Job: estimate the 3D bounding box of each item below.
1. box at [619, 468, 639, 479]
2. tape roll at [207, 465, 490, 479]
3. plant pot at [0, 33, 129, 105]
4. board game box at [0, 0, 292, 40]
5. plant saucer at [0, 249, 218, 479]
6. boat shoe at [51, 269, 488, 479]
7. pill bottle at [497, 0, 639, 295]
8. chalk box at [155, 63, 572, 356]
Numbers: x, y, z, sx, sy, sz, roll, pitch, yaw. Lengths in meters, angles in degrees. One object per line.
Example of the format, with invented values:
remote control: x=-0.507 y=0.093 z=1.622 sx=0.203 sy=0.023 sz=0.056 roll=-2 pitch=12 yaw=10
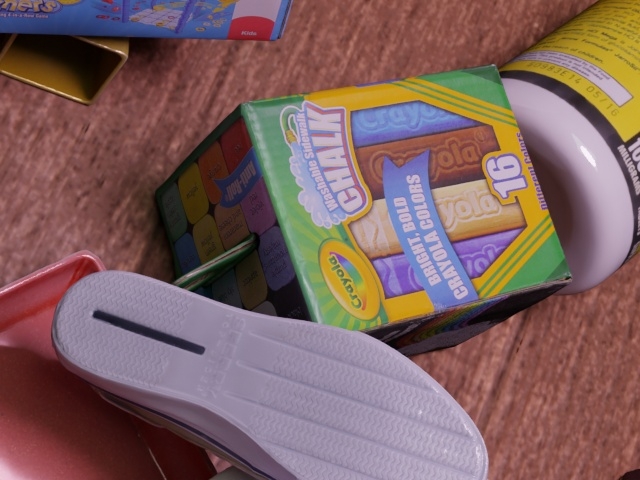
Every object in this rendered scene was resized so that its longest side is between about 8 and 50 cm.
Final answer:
box: x=0.338 y=0.268 z=1.291 sx=0.168 sy=0.203 sz=0.167 roll=29 pitch=61 yaw=-17
tape roll: x=0.031 y=0.322 z=1.094 sx=0.392 sy=0.072 sz=0.392 roll=10 pitch=60 yaw=-17
plant pot: x=-0.188 y=-0.165 z=1.244 sx=0.082 sy=0.081 sz=0.083 roll=19 pitch=59 yaw=-21
board game box: x=-0.186 y=-0.294 z=1.213 sx=0.308 sy=0.086 sz=0.301 roll=0 pitch=60 yaw=-14
plant saucer: x=-0.205 y=0.171 z=1.129 sx=0.258 sy=0.048 sz=0.259 roll=-27 pitch=87 yaw=-33
boat shoe: x=-0.031 y=0.103 z=1.090 sx=0.302 sy=0.094 sz=0.109 roll=23 pitch=72 yaw=14
pill bottle: x=0.265 y=-0.111 z=1.397 sx=0.334 sy=0.188 sz=0.188 roll=-36 pitch=91 yaw=-33
chalk box: x=0.000 y=0.000 z=1.221 sx=0.289 sy=0.180 sz=0.179 roll=-10 pitch=76 yaw=-32
